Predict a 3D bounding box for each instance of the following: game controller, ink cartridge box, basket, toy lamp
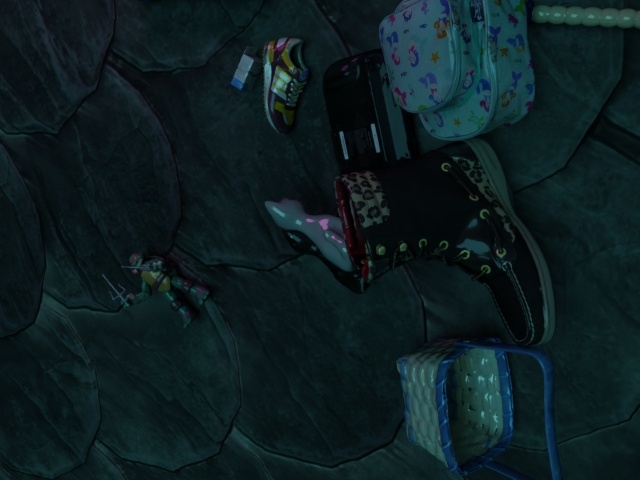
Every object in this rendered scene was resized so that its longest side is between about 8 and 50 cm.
[{"bbox_3d":[0.099,-0.194,1.165,0.166,0.067,0.319,-6,100,40],"label":"game controller"},{"bbox_3d":[-0.143,-0.347,1.232,0.028,0.048,0.083,34,114,13],"label":"ink cartridge box"},{"bbox_3d":[0.287,0.290,1.094,0.289,0.201,0.255,9,109,54],"label":"basket"},{"bbox_3d":[0.443,-0.347,0.954,0.274,0.080,0.080,10,107,23],"label":"toy lamp"}]

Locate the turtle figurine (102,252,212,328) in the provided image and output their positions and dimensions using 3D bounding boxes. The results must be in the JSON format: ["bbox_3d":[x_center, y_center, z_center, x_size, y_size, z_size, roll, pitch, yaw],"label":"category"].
[{"bbox_3d":[-0.375,0.094,1.409,0.234,0.118,0.175,33,130,-3],"label":"turtle figurine"}]

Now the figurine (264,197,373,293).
[{"bbox_3d":[0.000,0.000,1.178,0.209,0.215,0.092,26,76,21],"label":"figurine"}]

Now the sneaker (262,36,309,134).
[{"bbox_3d":[-0.062,-0.302,1.196,0.083,0.069,0.186,2,104,29],"label":"sneaker"}]

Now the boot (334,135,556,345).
[{"bbox_3d":[0.200,0.017,1.006,0.284,0.138,0.378,-13,77,-15],"label":"boot"}]

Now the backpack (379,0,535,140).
[{"bbox_3d":[0.224,-0.289,0.989,0.225,0.191,0.254,6,117,62],"label":"backpack"}]
